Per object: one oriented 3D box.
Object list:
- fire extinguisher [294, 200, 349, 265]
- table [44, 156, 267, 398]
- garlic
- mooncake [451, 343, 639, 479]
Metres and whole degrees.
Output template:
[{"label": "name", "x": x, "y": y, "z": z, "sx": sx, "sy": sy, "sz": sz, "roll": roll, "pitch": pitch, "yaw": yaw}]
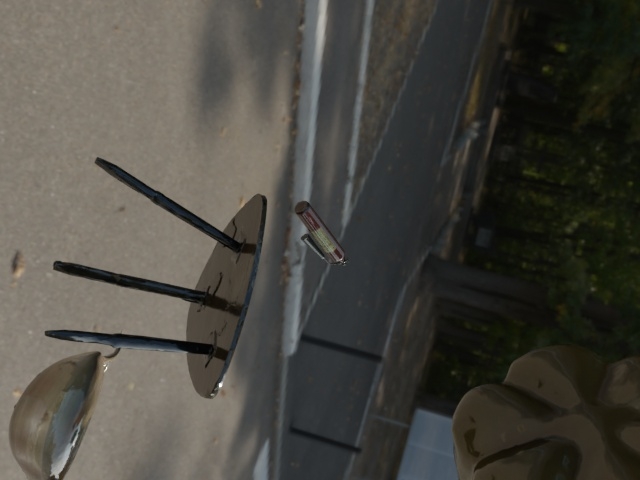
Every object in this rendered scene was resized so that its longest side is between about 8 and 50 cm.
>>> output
[{"label": "fire extinguisher", "x": 0.000, "y": 0.000, "z": 1.366, "sx": 0.049, "sy": 0.035, "sz": 0.173, "roll": -44, "pitch": 131, "yaw": -7}, {"label": "table", "x": -0.267, "y": 0.058, "z": 1.212, "sx": 0.317, "sy": 0.249, "sz": 0.317, "roll": -51, "pitch": -151, "yaw": 43}, {"label": "garlic", "x": -0.365, "y": 0.229, "z": 1.183, "sx": 0.266, "sy": 0.128, "sz": 0.148, "roll": -61, "pitch": -164, "yaw": -23}, {"label": "mooncake", "x": 0.448, "y": 0.377, "z": 1.293, "sx": 0.467, "sy": 0.467, "sz": 0.262, "roll": -61, "pitch": 140, "yaw": -54}]
